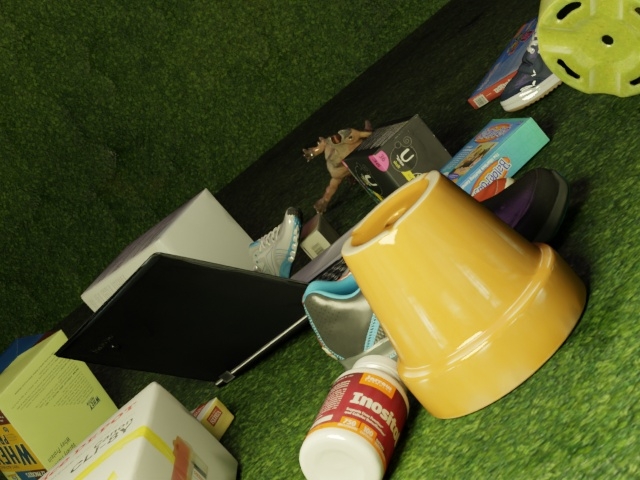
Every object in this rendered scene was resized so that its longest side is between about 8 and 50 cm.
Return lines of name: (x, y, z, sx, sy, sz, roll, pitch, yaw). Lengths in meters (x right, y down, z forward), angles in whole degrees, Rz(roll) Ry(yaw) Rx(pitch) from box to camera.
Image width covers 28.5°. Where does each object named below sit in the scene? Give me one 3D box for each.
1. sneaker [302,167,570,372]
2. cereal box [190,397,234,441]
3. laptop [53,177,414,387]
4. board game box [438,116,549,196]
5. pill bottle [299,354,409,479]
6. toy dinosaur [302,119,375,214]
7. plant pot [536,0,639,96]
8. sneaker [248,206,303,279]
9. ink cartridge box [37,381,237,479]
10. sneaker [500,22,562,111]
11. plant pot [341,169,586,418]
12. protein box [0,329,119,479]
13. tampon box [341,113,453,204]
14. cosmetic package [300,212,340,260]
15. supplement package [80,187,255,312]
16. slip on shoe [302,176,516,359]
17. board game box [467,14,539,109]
sneaker: (0.134, 0.018, 1.445, 0.341, 0.140, 0.125, -40, 10, 2)
cereal box: (-0.242, 0.327, 1.774, 0.240, 0.047, 0.173, -33, 14, 37)
laptop: (-0.122, 0.043, 1.844, 0.382, 0.236, 0.408, -39, 12, 50)
board game box: (0.214, -0.090, 1.809, 0.210, 0.047, 0.160, -44, 11, -5)
pill bottle: (0.040, 0.184, 1.276, 0.086, 0.086, 0.152, -34, 14, 33)
toy dinosaur: (0.083, -0.165, 2.363, 0.200, 0.127, 0.295, -25, 7, 34)
plant pot: (0.399, -0.336, 1.662, 0.276, 0.276, 0.254, -29, 28, 47)
sneaker: (-0.079, 0.012, 2.120, 0.191, 0.082, 0.071, 107, 178, -47)
ink cartridge box: (-0.252, 0.358, 1.407, 0.279, 0.160, 0.385, -40, 12, 9)
sneaker: (0.362, -0.339, 1.972, 0.282, 0.153, 0.099, -40, 11, 7)
plant pot: (0.127, 0.041, 1.261, 0.205, 0.188, 0.205, -40, 12, 10)
protein box: (-0.514, 0.308, 2.289, 0.136, 0.201, 0.200, -12, 28, 40)
tampon box: (0.129, -0.119, 2.012, 0.101, 0.120, 0.161, -44, 11, -12)
cosmetic package: (0.000, 0.000, 2.153, 0.041, 0.060, 0.115, -39, 10, 12)
supplement package: (-0.278, 0.075, 2.434, 0.262, 0.199, 0.198, -33, 14, 38)
slip on shoe: (0.114, 0.022, 1.598, 0.331, 0.101, 0.123, -37, 11, 16)
board game box: (0.374, -0.346, 2.274, 0.145, 0.027, 0.281, -28, 18, 45)
